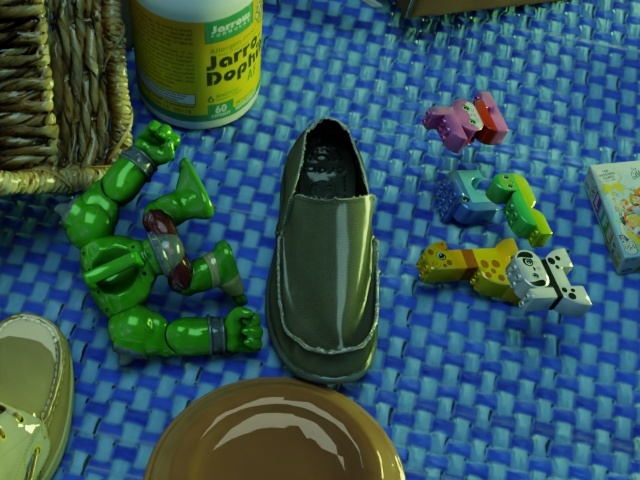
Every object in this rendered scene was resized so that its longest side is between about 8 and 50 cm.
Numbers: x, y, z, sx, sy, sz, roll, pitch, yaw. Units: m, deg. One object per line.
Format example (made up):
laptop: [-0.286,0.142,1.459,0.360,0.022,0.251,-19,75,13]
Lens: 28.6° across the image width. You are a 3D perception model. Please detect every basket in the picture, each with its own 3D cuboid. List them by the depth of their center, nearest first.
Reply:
basket: [-0.280,-0.183,0.981,0.223,0.213,0.299,-2,91,4]

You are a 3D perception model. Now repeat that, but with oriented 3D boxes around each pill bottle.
pill bottle: [-0.108,-0.205,1.095,0.117,0.208,0.118,2,54,-3]

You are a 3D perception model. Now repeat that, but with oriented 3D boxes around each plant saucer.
plant saucer: [-0.033,0.184,0.924,0.200,0.037,0.200,1,54,-2]

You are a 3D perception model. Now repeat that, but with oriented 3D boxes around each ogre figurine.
ogre figurine: [-0.134,0.012,1.000,0.118,0.097,0.197,-22,102,-13]

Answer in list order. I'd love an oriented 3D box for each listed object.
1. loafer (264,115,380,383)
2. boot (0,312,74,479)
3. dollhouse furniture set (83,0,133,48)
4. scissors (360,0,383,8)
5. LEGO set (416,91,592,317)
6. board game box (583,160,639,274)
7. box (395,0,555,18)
loafer: [0.000,0.000,1.027,0.094,0.087,0.251,-2,53,-5]
boot: [-0.244,0.125,0.848,0.095,0.203,0.262,16,56,7]
dollhouse furniture set: [-0.214,-0.335,1.274,0.197,0.151,0.301,25,36,-11]
scissors: [-0.072,-0.307,1.198,0.297,0.021,0.109,20,35,-15]
LEGO set: [0.125,-0.013,1.044,0.093,0.087,0.227,-3,53,-25]
board game box: [0.322,-0.026,1.107,0.154,0.026,0.103,-6,54,-8]
box: [0.157,-0.339,1.219,0.203,0.167,0.168,-11,56,-24]
